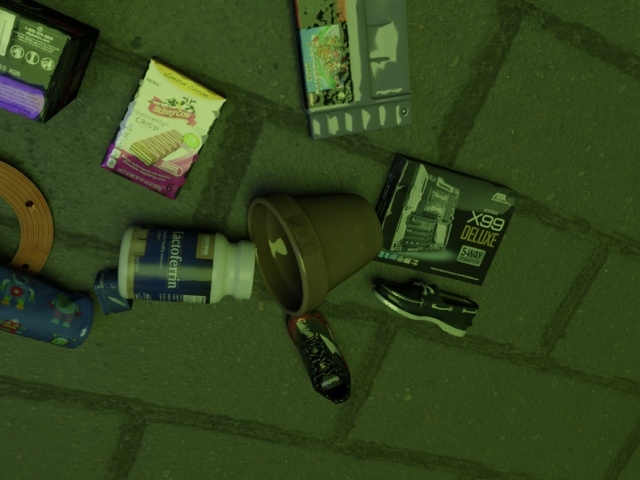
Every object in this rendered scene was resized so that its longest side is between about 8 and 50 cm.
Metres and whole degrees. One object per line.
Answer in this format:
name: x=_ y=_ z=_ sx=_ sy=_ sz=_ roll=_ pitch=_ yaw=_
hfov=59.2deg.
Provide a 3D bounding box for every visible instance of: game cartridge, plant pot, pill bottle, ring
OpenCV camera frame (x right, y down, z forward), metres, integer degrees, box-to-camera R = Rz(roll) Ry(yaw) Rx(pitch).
game cartridge: x=0.064 y=-0.391 z=1.130 sx=0.230 sy=0.068 sz=0.355 roll=-13 pitch=114 yaw=-12
plant pot: x=0.000 y=0.000 z=1.192 sx=0.229 sy=0.263 sz=0.263 roll=-21 pitch=116 yaw=-23
pill bottle: x=-0.273 y=0.053 z=1.175 sx=0.265 sy=0.153 sz=0.153 roll=4 pitch=111 yaw=-11
ring: x=-0.696 y=-0.013 z=1.078 sx=0.337 sy=0.032 sz=0.336 roll=-17 pitch=122 yaw=-28

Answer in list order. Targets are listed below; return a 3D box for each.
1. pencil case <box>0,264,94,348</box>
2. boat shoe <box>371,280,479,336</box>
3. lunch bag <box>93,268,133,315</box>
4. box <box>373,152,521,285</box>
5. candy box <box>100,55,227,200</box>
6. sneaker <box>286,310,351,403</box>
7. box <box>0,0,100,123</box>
pencil case: x=-0.604 y=0.117 z=1.113 sx=0.119 sy=0.133 sz=0.306 roll=-30 pitch=138 yaw=28
boat shoe: x=0.259 y=0.144 z=1.374 sx=0.303 sy=0.114 sz=0.091 roll=21 pitch=107 yaw=-32
lunch bag: x=-0.450 y=0.108 z=1.211 sx=0.065 sy=0.067 sz=0.098 roll=-13 pitch=115 yaw=-8
box: x=0.280 y=-0.044 z=1.312 sx=0.307 sy=0.076 sz=0.242 roll=14 pitch=108 yaw=-18
candy box: x=-0.307 y=-0.217 z=1.107 sx=0.159 sy=0.071 sz=0.233 roll=25 pitch=104 yaw=-21
sneaker: x=0.004 y=0.283 z=1.354 sx=0.098 sy=0.135 sz=0.276 roll=-26 pitch=114 yaw=0
box: x=-0.481 y=-0.309 z=0.918 sx=0.165 sy=0.270 sz=0.143 roll=21 pitch=106 yaw=-20
